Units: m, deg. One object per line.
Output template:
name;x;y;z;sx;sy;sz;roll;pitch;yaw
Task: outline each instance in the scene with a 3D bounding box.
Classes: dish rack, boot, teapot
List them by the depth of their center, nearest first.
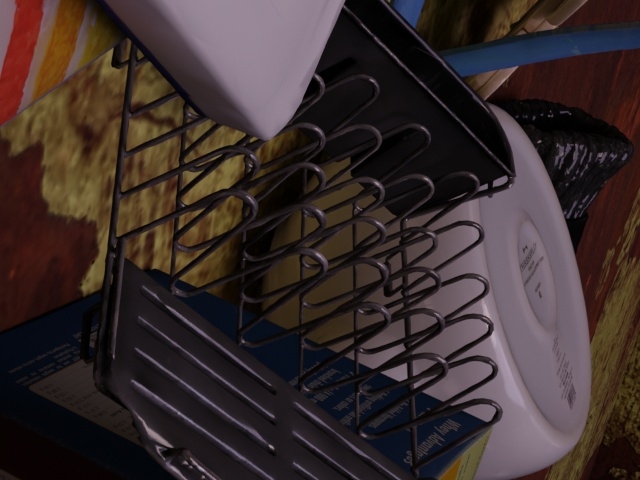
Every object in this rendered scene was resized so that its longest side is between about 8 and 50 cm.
dish rack;0.000;0.000;0.612;0.208;0.074;0.271;39;34;-33
teapot;0.049;0.038;0.959;0.256;0.187;0.252;40;42;-53
boot;0.141;0.029;1.256;0.260;0.131;0.348;-67;174;23

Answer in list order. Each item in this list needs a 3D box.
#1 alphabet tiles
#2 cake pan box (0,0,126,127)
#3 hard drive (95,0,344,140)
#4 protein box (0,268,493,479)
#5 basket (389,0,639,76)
alphabet tiles;0.177;-0.180;1.077;0.284;0.021;0.278;-47;-178;-18
cake pan box;-0.073;-0.167;0.388;0.246;0.070;0.266;-52;158;-56
hard drive;-0.017;-0.164;0.377;0.318;0.040;0.210;49;64;-75
protein box;-0.059;0.130;0.717;0.200;0.201;0.136;-26;137;-63
basket;0.165;-0.227;0.840;0.201;0.255;0.289;30;66;-46
